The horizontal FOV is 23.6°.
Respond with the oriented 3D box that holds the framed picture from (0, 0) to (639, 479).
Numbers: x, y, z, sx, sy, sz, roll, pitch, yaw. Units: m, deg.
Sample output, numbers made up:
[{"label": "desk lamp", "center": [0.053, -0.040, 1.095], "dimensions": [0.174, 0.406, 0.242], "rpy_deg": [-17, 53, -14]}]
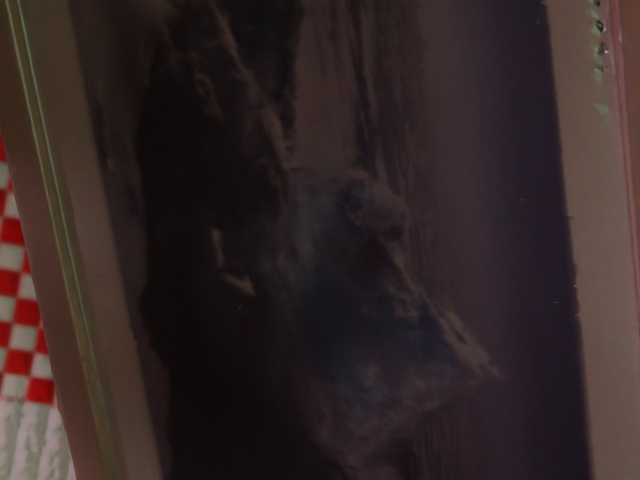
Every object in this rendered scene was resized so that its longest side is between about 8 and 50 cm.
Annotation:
[{"label": "framed picture", "center": [0.003, -0.005, 0.688], "dimensions": [0.326, 0.028, 0.446], "rpy_deg": [-1, 109, 24]}]
